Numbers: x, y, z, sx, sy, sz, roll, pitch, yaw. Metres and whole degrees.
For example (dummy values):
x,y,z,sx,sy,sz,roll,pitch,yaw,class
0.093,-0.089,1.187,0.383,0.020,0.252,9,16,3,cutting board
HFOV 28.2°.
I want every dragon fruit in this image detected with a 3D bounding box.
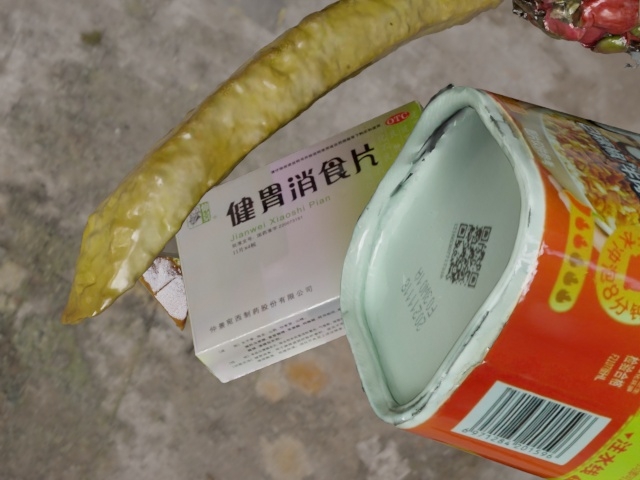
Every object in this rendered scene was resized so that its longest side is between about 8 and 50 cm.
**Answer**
x,y,z,sx,sy,sz,roll,pitch,yaw,class
0.328,-0.343,1.446,0.250,0.269,0.291,20,19,24,dragon fruit

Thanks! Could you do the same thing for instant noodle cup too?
x,y,z,sx,sy,sz,roll,pitch,yaw,class
0.197,0.046,0.872,0.307,0.294,0.294,17,51,-25,instant noodle cup

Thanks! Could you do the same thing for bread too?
x,y,z,sx,sy,sz,roll,pitch,yaw,class
-0.161,0.039,1.371,0.062,0.043,0.109,-37,102,-3,bread

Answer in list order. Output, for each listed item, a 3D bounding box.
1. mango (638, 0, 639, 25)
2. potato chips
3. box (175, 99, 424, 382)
x,y,z,sx,sy,sz,roll,pitch,yaw,class
0.316,-0.157,0.639,0.146,0.316,0.193,-62,133,-74,mango
-0.021,-0.091,0.824,0.407,0.057,0.080,-40,111,-29,potato chips
0.001,0.000,1.147,0.062,0.260,0.175,53,17,-50,box
